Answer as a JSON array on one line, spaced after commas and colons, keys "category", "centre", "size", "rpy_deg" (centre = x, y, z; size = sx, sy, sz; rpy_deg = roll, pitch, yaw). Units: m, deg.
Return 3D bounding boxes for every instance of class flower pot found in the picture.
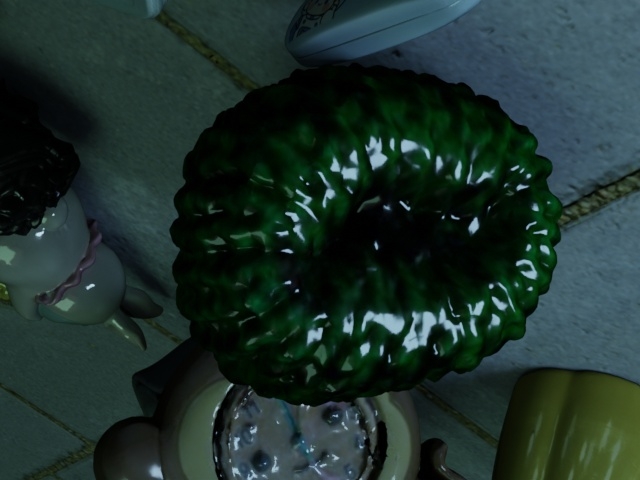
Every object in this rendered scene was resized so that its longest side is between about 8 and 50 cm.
[{"category": "flower pot", "centre": [0.243, 0.244, 1.153], "size": [0.195, 0.179, 0.195], "rpy_deg": [18, 146, 13]}]

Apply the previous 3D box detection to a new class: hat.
[{"category": "hat", "centre": [0.000, 0.000, 0.935], "size": [0.274, 0.242, 0.332], "rpy_deg": [7, 177, -22]}]

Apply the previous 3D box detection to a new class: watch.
[{"category": "watch", "centre": [-0.038, 0.231, 1.232], "size": [0.335, 0.314, 0.327], "rpy_deg": [54, 164, 5]}]

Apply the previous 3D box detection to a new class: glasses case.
[{"category": "glasses case", "centre": [0.045, -0.160, 0.820], "size": [0.178, 0.067, 0.045], "rpy_deg": [-11, 134, 47]}]

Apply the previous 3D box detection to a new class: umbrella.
[{"category": "umbrella", "centre": [-0.384, -0.124, 1.126], "size": [0.337, 0.154, 0.128], "rpy_deg": [32, 135, -7]}]

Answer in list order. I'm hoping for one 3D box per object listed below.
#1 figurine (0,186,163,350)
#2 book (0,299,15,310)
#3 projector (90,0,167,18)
[{"category": "figurine", "centre": [-0.280, 0.033, 1.308], "size": [0.155, 0.127, 0.235], "rpy_deg": [-11, 138, 21]}, {"category": "book", "centre": [-0.467, -0.015, 1.481], "size": [0.208, 0.020, 0.295], "rpy_deg": [8, 144, 30]}, {"category": "projector", "centre": [-0.179, -0.283, 0.788], "size": [0.192, 0.099, 0.256], "rpy_deg": [19, 149, 13]}]
